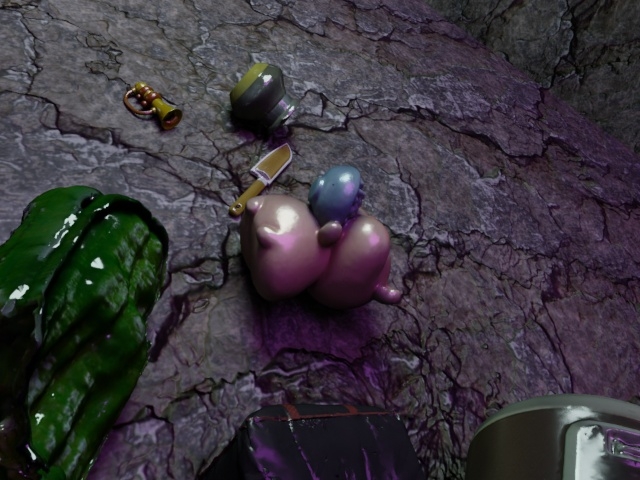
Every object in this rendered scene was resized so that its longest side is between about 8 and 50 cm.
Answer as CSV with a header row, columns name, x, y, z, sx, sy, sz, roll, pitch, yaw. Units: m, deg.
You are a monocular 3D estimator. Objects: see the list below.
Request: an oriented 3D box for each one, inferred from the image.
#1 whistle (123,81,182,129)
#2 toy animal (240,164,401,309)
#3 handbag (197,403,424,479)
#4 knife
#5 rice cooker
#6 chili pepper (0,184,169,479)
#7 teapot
name,x,y,z,sx,sy,sz,roll,pitch,yaw
whistle,-0.311,-0.245,0.949,0.109,0.057,0.046,38,-3,13
toy animal,-0.009,0.017,0.811,0.221,0.229,0.210,-26,41,-2
handbag,-0.017,0.276,0.590,0.215,0.169,0.155,9,47,-30
knife,-0.109,-0.125,0.981,0.046,0.022,0.256,32,43,0
rice cooker,0.316,0.387,0.609,0.335,0.335,0.325,33,44,-5
chili pepper,-0.291,0.100,0.560,0.167,0.213,0.385,-11,45,11
teapot,-0.114,-0.289,1.060,0.119,0.130,0.166,42,9,-17
